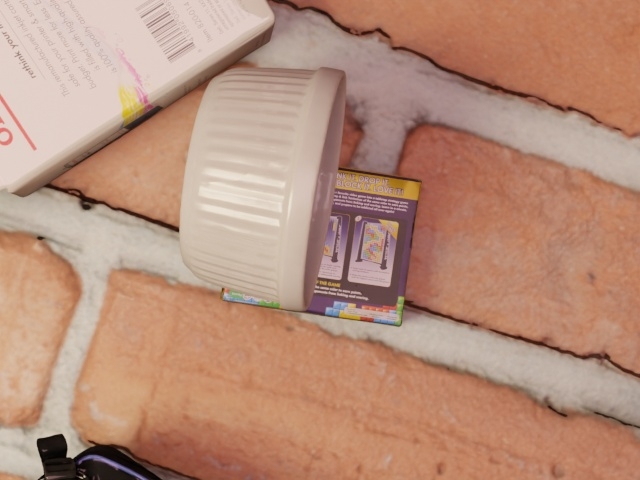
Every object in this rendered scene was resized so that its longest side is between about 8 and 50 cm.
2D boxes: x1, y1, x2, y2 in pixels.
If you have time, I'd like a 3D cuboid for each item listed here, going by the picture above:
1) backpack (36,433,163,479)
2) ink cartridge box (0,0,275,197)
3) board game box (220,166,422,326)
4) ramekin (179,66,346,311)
[{"bbox_3d":[-0.179,0.338,1.143,0.276,0.213,0.263,32,78,2],"label":"backpack"},{"bbox_3d":[-0.241,-0.178,1.187,0.353,0.119,0.207,-33,93,-6],"label":"ink cartridge box"},{"bbox_3d":[0.000,0.000,1.244,0.170,0.048,0.141,9,86,-5],"label":"board game box"},{"bbox_3d":[-0.048,-0.050,1.120,0.109,0.207,0.207,10,88,5],"label":"ramekin"}]
